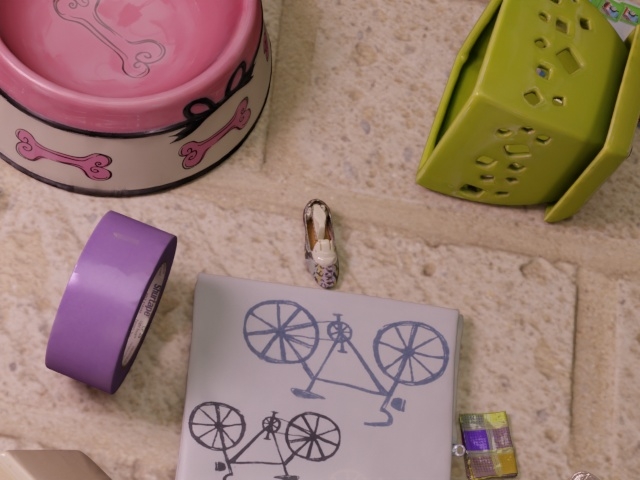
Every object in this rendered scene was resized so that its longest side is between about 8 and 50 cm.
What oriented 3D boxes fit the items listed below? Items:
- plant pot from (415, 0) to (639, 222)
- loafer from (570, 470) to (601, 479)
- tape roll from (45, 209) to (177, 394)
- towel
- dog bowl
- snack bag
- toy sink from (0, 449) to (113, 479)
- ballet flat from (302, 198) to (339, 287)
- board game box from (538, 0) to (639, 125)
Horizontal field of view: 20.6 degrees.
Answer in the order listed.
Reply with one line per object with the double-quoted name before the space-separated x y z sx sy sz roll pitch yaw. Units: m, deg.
"plant pot" 0.267 -0.166 2.130 0.207 0.227 0.228 22 60 -5
"loafer" 0.328 0.314 1.987 0.045 0.039 0.125 -43 70 8
"tape roll" -0.229 0.068 1.931 0.080 0.189 0.189 21 61 3
"towel" 0.192 0.235 2.016 0.060 0.009 0.083 -2 63 -10
"dog bowl" -0.251 -0.264 2.129 0.408 0.150 0.408 4 62 -7
"snack bag" 0.003 0.204 1.981 0.323 0.037 0.343 8 58 -7
"toy sink" -0.275 0.312 1.810 0.153 0.234 0.131 43 93 12
"ballet flat" 0.000 0.000 2.093 0.041 0.041 0.114 -4 63 -12
"board game box" 0.407 -0.232 2.288 0.211 0.039 0.160 25 60 3
